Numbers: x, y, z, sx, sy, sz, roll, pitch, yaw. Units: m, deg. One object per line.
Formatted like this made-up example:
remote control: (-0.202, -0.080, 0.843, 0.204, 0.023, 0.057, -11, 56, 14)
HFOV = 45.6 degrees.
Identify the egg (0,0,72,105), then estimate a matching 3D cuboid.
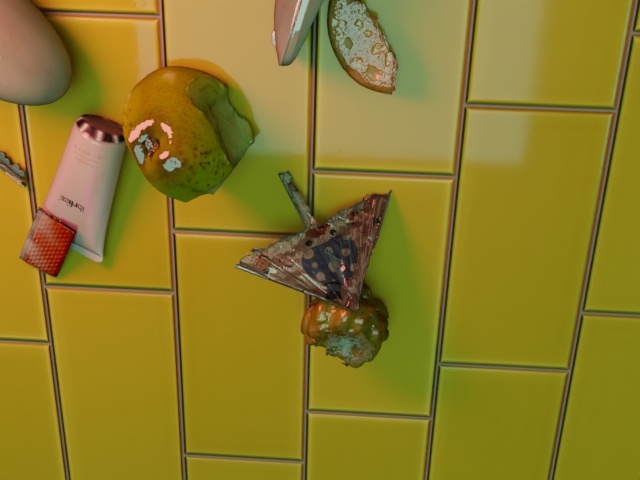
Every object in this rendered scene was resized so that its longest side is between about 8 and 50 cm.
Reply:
egg: (-0.685, -0.422, 1.569, 0.371, 0.230, 0.230, 39, 110, -17)

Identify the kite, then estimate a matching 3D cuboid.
kite: (0.000, 0.000, 1.730, 0.406, 0.014, 0.368, -25, 79, -11)

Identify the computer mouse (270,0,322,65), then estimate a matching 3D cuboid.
computer mouse: (-0.042, -0.496, 1.535, 0.097, 0.159, 0.288, 24, 111, -12)

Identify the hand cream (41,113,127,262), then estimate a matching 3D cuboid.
hand cream: (-0.548, -0.119, 1.757, 0.186, 0.118, 0.358, 24, 120, -5)

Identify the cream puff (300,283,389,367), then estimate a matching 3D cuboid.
cream puff: (0.071, 0.180, 1.804, 0.221, 0.194, 0.195, 36, 111, -30)

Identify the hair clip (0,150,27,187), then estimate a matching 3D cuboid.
hair clip: (-0.750, -0.190, 1.770, 0.173, 0.049, 0.049, 39, 110, -18)

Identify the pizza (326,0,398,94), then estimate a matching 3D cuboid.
pizza: (0.087, -0.417, 1.616, 0.127, 0.058, 0.246, -38, 104, 18)

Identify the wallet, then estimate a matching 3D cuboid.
wallet: (-0.654, 0.009, 1.825, 0.103, 0.020, 0.196, 32, 131, -8)

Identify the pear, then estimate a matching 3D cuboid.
pear: (-0.280, -0.223, 1.602, 0.176, 0.281, 0.286, -26, 109, 22)
